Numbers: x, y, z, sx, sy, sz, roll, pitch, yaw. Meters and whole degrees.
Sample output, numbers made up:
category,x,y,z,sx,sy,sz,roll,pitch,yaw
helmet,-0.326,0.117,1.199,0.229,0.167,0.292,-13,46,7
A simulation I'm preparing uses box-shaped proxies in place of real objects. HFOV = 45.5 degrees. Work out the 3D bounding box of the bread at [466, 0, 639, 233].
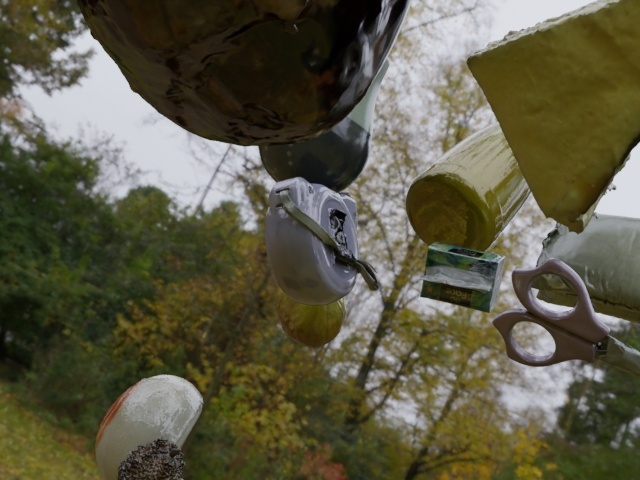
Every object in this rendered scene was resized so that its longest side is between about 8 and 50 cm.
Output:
category,x,y,z,sx,sy,sz,roll,pitch,yaw
bread,0.296,-0.147,0.682,0.236,0.263,0.198,-27,-84,30

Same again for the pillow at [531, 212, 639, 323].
category,x,y,z,sx,sy,sz,roll,pitch,yaw
pillow,0.353,0.030,0.896,0.181,0.134,0.078,14,-28,30

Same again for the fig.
category,x,y,z,sx,sy,sz,roll,pitch,yaw
fig,0.000,0.127,1.723,0.159,0.159,0.257,26,-48,4

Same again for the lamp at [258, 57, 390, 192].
category,x,y,z,sx,sy,sz,roll,pitch,yaw
lamp,0.007,-0.223,1.213,0.181,0.314,0.182,14,3,-1

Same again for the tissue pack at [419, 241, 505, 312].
category,x,y,z,sx,sy,sz,roll,pitch,yaw
tissue pack,0.211,0.057,1.152,0.111,0.085,0.079,13,15,23

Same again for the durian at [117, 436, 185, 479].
category,x,y,z,sx,sy,sz,roll,pitch,yaw
durian,-0.193,0.267,0.879,0.080,0.091,0.080,41,21,-19

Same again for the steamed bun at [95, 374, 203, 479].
category,x,y,z,sx,sy,sz,roll,pitch,yaw
steamed bun,-0.392,0.420,1.694,0.177,0.283,0.283,33,-16,-2

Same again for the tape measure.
category,x,y,z,sx,sy,sz,roll,pitch,yaw
tape measure,0.002,0.004,1.104,0.105,0.178,0.196,-11,-8,24

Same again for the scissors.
category,x,y,z,sx,sy,sz,roll,pitch,yaw
scissors,0.250,0.097,0.647,0.212,0.021,0.110,30,-55,23

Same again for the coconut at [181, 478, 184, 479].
category,x,y,z,sx,sy,sz,roll,pitch,yaw
coconut,-0.246,0.425,1.072,0.202,0.222,0.202,6,9,-1

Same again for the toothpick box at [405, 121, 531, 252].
category,x,y,z,sx,sy,sz,roll,pitch,yaw
toothpick box,0.292,-0.104,1.380,0.175,0.271,0.175,27,-42,27

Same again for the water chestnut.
category,x,y,z,sx,sy,sz,roll,pitch,yaw
water chestnut,-0.080,-0.266,0.726,0.347,0.335,0.335,41,-3,39
